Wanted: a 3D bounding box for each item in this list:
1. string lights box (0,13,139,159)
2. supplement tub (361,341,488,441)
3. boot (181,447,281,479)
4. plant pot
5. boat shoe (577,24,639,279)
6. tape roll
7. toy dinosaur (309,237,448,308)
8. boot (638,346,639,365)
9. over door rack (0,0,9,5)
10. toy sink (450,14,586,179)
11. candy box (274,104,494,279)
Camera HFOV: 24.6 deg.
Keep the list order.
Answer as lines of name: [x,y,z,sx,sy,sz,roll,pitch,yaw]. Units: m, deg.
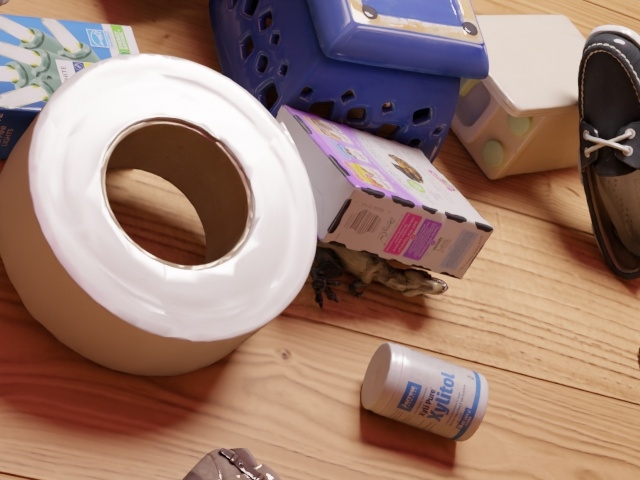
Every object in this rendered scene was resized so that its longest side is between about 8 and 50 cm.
string lights box: [-0.301,-0.149,1.432,0.259,0.077,0.133,1,52,-32]
supplement tub: [0.101,0.146,1.408,0.107,0.071,0.071,19,43,-15]
boot: [-0.064,0.226,1.247,0.087,0.042,0.118,-17,61,-44]
plant pot: [0.037,-0.225,1.602,0.236,0.212,0.236,4,56,-29]
boat shoe: [0.346,-0.094,1.662,0.091,0.114,0.303,-45,124,-38]
tape roll: [-0.146,-0.025,1.337,0.286,0.100,0.286,14,60,-25]
toy dinosaur: [0.000,0.000,1.495,0.268,0.064,0.118,37,26,4]
boot: [0.406,0.170,1.592,0.084,0.059,0.158,20,41,-23]
over door rack: [-0.438,-0.369,1.537,0.324,0.108,0.239,41,40,10]
toy sink: [0.231,-0.171,1.755,0.234,0.131,0.153,-10,56,-44]
candy box: [0.055,-0.049,1.504,0.196,0.070,0.165,15,25,-38]
